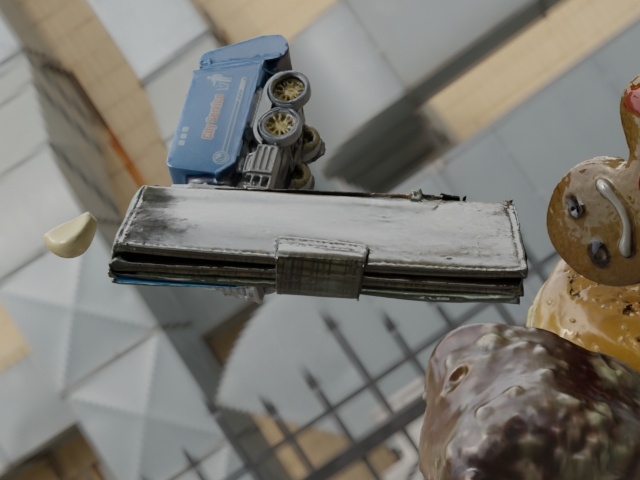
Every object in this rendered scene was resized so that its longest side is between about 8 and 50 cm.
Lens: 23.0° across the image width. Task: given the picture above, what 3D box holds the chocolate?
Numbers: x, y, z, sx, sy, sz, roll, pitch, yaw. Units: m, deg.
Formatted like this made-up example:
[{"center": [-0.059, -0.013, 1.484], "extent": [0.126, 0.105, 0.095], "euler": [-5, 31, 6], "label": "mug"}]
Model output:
[{"center": [0.246, 0.241, 1.530], "extent": [0.225, 0.340, 0.210], "euler": [-54, 10, 15], "label": "chocolate"}]

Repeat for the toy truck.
[{"center": [-0.101, -0.100, 2.080], "extent": [0.175, 0.367, 0.146], "euler": [5, -35, 12], "label": "toy truck"}]

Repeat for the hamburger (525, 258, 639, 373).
[{"center": [0.434, 0.129, 2.143], "extent": [0.284, 0.304, 0.174], "euler": [-67, -8, -46], "label": "hamburger"}]

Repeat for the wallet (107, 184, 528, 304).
[{"center": [0.000, 0.001, 1.244], "extent": [0.317, 0.044, 0.169], "euler": [3, 22, 1], "label": "wallet"}]

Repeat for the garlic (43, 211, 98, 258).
[{"center": [-0.336, -0.003, 2.129], "extent": [0.083, 0.053, 0.041], "euler": [-30, -45, 14], "label": "garlic"}]

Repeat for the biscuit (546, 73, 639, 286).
[{"center": [0.412, -0.057, 1.680], "extent": [0.432, 0.283, 0.064], "euler": [-21, -2, 42], "label": "biscuit"}]
